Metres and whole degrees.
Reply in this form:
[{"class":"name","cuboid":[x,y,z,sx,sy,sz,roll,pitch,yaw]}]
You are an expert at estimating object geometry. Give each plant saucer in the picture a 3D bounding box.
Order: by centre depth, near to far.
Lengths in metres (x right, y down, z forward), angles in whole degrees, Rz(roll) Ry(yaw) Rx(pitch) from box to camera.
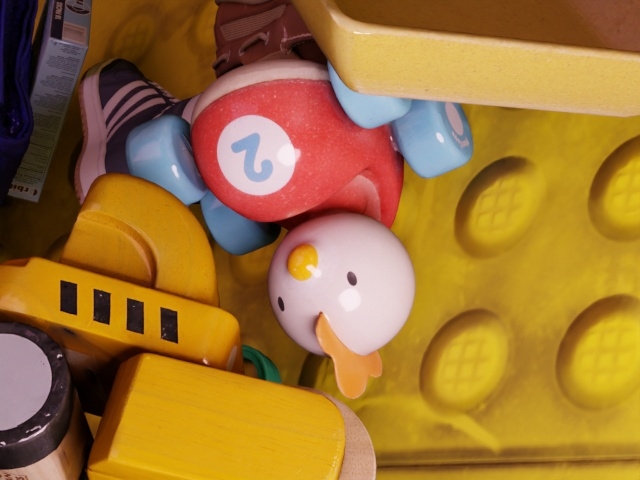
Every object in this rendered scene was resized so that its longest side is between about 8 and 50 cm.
[{"class":"plant saucer","cuboid":[0.097,-0.192,1.393,0.333,0.333,0.081,-119,40,-48]}]

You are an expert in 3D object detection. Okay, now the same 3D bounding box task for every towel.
[{"class":"towel","cuboid":[-0.351,-0.091,1.855,0.308,0.076,0.228,122,153,-46]}]

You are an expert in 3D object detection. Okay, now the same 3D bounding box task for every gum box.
[{"class":"gum box","cuboid":[-0.265,-0.156,1.849,0.157,0.041,0.184,-96,25,-54]}]

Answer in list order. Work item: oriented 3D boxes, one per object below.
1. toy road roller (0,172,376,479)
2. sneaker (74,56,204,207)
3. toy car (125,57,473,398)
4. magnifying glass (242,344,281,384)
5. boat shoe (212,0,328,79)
[{"class":"toy road roller","cuboid":[-0.103,0.096,1.362,0.329,0.202,0.240,15,64,8]},{"class":"sneaker","cuboid":[-0.134,-0.105,1.720,0.153,0.099,0.282,-25,29,10]},{"class":"toy car","cuboid":[0.000,0.000,1.436,0.219,0.210,0.238,-22,62,21]},{"class":"magnifying glass","cuboid":[-0.118,0.130,1.599,0.231,0.026,0.092,1,66,45]},{"class":"boat shoe","cuboid":[-0.003,-0.162,1.589,0.324,0.123,0.116,-162,84,-67]}]
